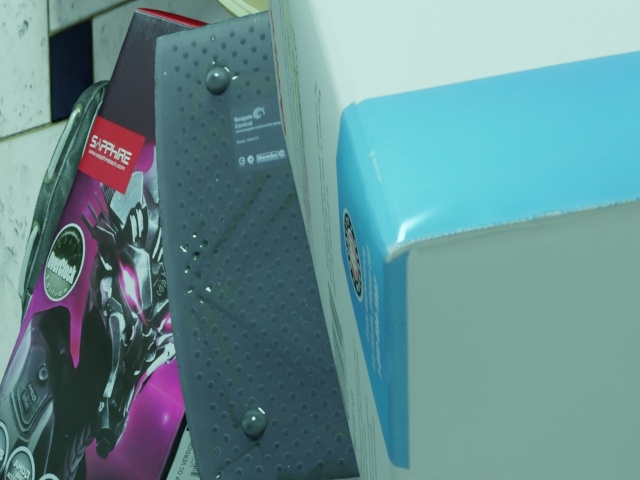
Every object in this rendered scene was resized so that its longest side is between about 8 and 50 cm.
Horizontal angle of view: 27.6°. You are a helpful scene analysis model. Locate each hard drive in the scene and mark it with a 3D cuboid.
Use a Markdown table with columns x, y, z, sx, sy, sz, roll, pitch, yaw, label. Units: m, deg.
| x | y | z | sx | sy | sz | roll | pitch | yaw | label |
| --- | --- | --- | --- | --- | --- | --- | --- | --- | --- |
| 0.000 | 0.000 | 0.706 | 0.172 | 0.054 | 0.255 | -10 | 82 | 21 | hard drive |

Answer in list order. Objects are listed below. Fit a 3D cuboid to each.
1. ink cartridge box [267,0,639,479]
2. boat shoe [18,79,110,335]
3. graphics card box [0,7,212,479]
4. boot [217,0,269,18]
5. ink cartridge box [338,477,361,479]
| x | y | z | sx | sy | sz | roll | pitch | yaw | label |
| --- | --- | --- | --- | --- | --- | --- | --- | --- | --- |
| 0.091 | -0.044 | 0.504 | 0.198 | 0.197 | 0.270 | 85 | 173 | -47 | ink cartridge box |
| -0.177 | 0.035 | 1.034 | 0.119 | 0.121 | 0.335 | 27 | 100 | 57 | boat shoe |
| -0.099 | 0.042 | 0.870 | 0.233 | 0.094 | 0.371 | 27 | 98 | 50 | graphics card box |
| -0.019 | -0.236 | 0.847 | 0.213 | 0.077 | 0.165 | 56 | 129 | 41 | boot |
| -0.026 | 0.246 | 0.859 | 0.371 | 0.069 | 0.176 | -29 | 68 | 45 | ink cartridge box |
